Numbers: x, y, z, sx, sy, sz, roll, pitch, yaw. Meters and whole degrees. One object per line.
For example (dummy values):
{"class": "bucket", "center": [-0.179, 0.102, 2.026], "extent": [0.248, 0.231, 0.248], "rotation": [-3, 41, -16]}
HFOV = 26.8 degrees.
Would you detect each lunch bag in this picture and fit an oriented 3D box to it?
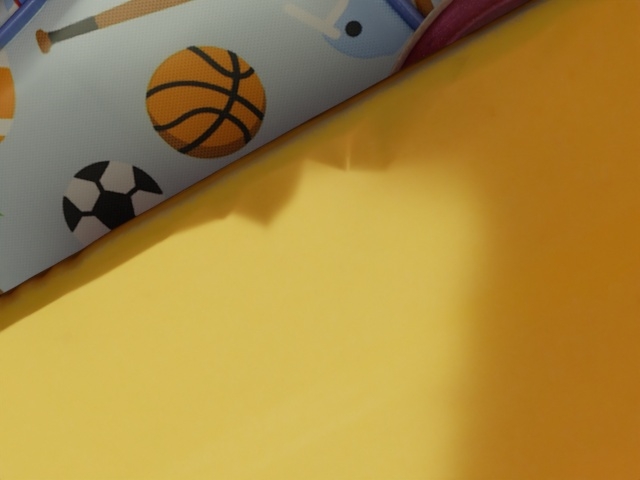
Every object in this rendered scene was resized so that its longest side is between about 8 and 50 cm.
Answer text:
{"class": "lunch bag", "center": [0.000, 0.000, 0.513], "extent": [0.243, 0.115, 0.303], "rotation": [-40, 109, 19]}

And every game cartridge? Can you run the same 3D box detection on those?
{"class": "game cartridge", "center": [0.080, 0.081, 0.384], "extent": [0.324, 0.052, 0.285], "rotation": [-28, 96, 3]}

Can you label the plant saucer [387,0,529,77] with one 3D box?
{"class": "plant saucer", "center": [0.089, -0.015, 0.435], "extent": [0.168, 0.029, 0.168], "rotation": [-2, 97, -16]}
